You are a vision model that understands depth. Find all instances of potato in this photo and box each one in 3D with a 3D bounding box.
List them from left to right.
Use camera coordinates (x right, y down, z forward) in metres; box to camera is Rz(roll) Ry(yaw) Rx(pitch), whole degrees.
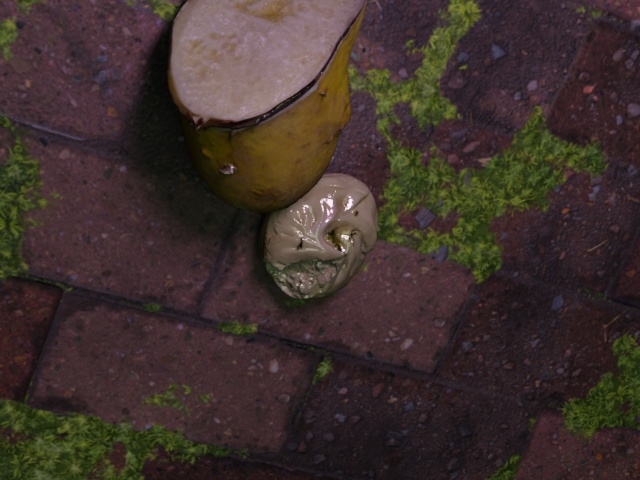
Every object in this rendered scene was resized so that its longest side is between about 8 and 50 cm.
[{"bbox_3d":[-0.066,-0.240,1.810,0.397,0.290,0.296,-65,156,-24],"label":"potato"}]

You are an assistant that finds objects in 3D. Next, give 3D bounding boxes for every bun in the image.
[{"bbox_3d":[0.000,0.000,1.969,0.210,0.116,0.237,11,108,-23],"label":"bun"}]
